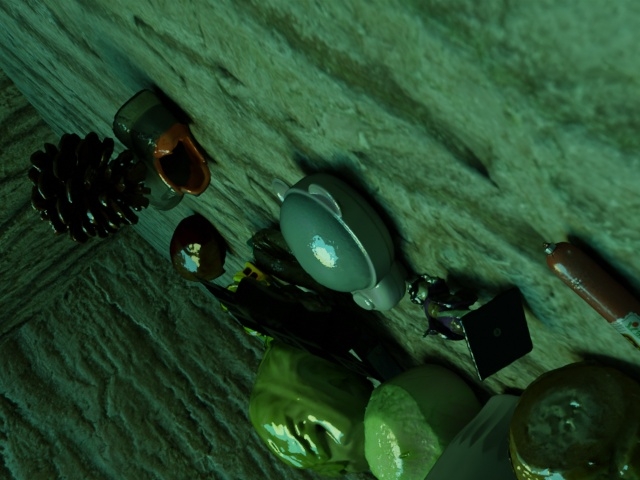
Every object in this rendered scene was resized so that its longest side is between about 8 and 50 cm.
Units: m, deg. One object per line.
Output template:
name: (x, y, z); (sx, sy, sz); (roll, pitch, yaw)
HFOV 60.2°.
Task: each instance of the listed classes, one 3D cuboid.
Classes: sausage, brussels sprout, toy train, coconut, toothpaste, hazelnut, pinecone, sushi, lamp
sausage: (0.287, 0.086, 0.471); (0.253, 0.034, 0.034); (42, 163, 4)
brussels sprout: (-0.007, 0.341, 1.182); (0.327, 0.247, 0.328); (19, -164, -6)
toy train: (-0.138, 0.190, 1.478); (0.296, 0.161, 0.100); (38, 171, 26)
coconut: (0.193, 0.334, 0.996); (0.236, 0.236, 0.205); (42, 136, 6)
toothpaste: (0.168, 0.319, 1.262); (0.267, 0.050, 0.065); (53, 162, -27)
hazelnut: (-0.353, 0.024, 1.614); (0.170, 0.160, 0.202); (24, 120, 19)
pinecone: (-0.401, -0.096, 0.984); (0.207, 0.208, 0.208); (39, 162, 15)
sushi: (-0.037, 0.135, 1.110); (0.373, 0.100, 0.296); (29, 179, -33)
toy train: (-0.143, 0.016, 1.263); (0.029, 0.045, 0.092); (40, 160, 20)
lamp: (0.026, 0.014, 0.771); (0.246, 0.108, 0.179); (53, 165, -28)

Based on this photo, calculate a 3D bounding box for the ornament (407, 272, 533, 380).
ornament: (0.158, 0.080, 0.687); (0.203, 0.088, 0.081); (35, 145, 63)

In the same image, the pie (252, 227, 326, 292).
pie: (-0.059, 0.048, 1.103); (0.163, 0.079, 0.193); (40, 168, -37)

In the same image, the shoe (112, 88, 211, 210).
shoe: (-0.286, -0.139, 1.099); (0.171, 0.132, 0.336); (36, 156, 12)

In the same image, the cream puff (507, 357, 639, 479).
cream puff: (0.280, 0.211, 0.579); (0.165, 0.150, 0.115); (-29, 121, 27)

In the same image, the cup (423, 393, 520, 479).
cup: (0.244, 0.427, 0.773); (0.253, 0.372, 0.253); (34, 158, 16)
